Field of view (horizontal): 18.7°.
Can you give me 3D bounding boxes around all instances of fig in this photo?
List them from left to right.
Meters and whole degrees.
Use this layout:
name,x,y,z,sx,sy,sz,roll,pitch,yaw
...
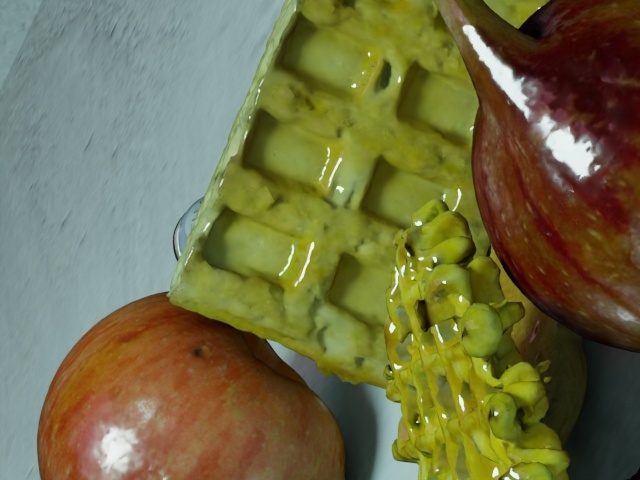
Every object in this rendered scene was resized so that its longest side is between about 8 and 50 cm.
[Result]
name,x,y,z,sx,sy,sz,roll,pitch,yaw
fig,0.122,-0.047,0.825,0.175,0.207,0.175,-44,32,37

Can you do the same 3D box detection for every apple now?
name,x,y,z,sx,sy,sz,roll,pitch,yaw
apple,-0.079,0.129,1.220,0.164,0.209,0.209,-52,22,4

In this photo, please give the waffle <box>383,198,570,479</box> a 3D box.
name,x,y,z,sx,sy,sz,roll,pitch,yaw
waffle,0.072,0.102,0.881,0.228,0.051,0.231,-110,10,-56

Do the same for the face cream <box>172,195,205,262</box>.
name,x,y,z,sx,sy,sz,roll,pitch,yaw
face cream,-0.050,-0.012,1.446,0.229,0.075,0.075,-27,47,63

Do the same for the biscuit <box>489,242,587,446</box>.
name,x,y,z,sx,sy,sz,roll,pitch,yaw
biscuit,0.123,0.009,1.019,0.158,0.035,0.240,-25,50,60

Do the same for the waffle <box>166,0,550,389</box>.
name,x,y,z,sx,sy,sz,roll,pitch,yaw
waffle,0.033,-0.057,1.127,0.057,0.168,0.274,-143,74,-77

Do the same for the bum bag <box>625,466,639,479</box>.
name,x,y,z,sx,sy,sz,roll,pitch,yaw
bum bag,0.156,0.105,0.846,0.124,0.034,0.058,-59,36,30
